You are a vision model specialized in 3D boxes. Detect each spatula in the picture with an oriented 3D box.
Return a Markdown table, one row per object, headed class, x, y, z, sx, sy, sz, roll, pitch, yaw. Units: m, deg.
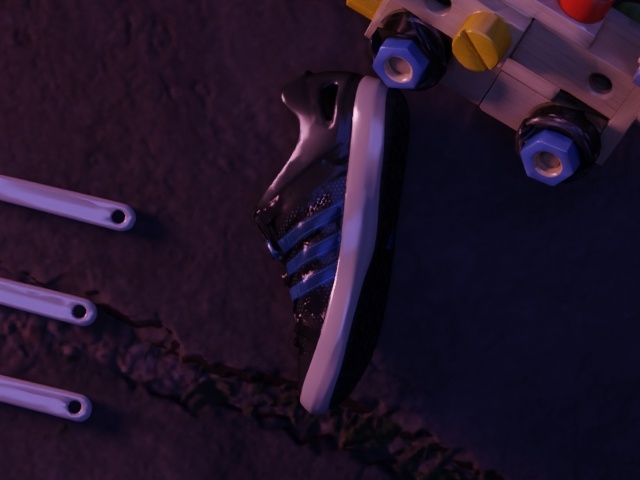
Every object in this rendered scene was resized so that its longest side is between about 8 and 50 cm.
| class | x | y | z | sx | sy | sz | roll | pitch | yaw |
| --- | --- | --- | --- | --- | --- | --- | --- | --- | --- |
| spatula | -0.239 | 0.014 | 1.175 | 0.242 | 0.019 | 0.168 | 14 | 95 | -6 |

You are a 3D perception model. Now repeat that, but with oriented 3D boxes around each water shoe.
| class | x | y | z | sx | sy | sz | roll | pitch | yaw |
| --- | --- | --- | --- | --- | --- | --- | --- | --- | --- |
| water shoe | 0.000 | 0.000 | 1.179 | 0.080 | 0.073 | 0.203 | 12 | 94 | 18 |

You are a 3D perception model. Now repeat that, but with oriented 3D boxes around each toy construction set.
| class | x | y | z | sx | sy | sz | roll | pitch | yaw |
| --- | --- | --- | --- | --- | --- | --- | --- | --- | --- |
| toy construction set | 0.120 | -0.144 | 1.081 | 0.328 | 0.215 | 0.151 | 43 | 49 | 11 |
